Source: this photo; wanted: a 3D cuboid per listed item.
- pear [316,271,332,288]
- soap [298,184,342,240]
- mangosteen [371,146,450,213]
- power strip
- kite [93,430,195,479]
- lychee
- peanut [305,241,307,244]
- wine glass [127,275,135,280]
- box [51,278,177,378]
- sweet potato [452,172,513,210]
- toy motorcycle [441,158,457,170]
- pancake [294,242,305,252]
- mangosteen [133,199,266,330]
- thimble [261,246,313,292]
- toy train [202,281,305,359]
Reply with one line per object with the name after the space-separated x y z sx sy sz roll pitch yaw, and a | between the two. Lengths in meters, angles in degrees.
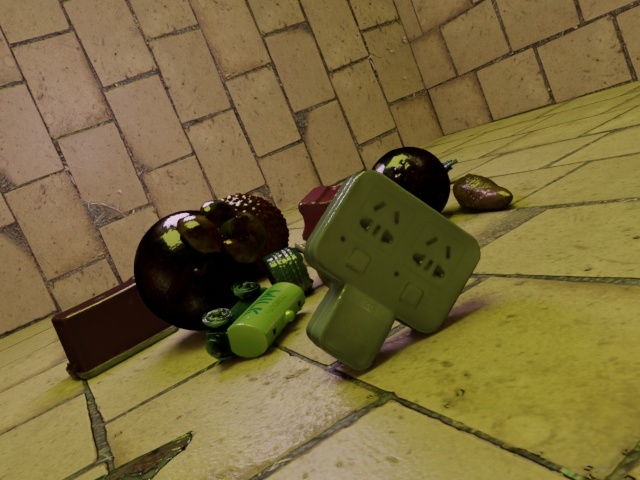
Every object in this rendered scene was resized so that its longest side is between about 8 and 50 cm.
0.066 0.034 1.244 0.167 0.167 0.136 -20 12 15 | pear
0.073 -0.098 1.930 0.232 0.128 0.359 -3 12 8 | soap
0.246 -0.138 1.715 0.228 0.228 0.265 -22 -20 5 | mangosteen
0.079 0.057 0.942 0.261 0.229 0.141 -59 10 -6 | power strip
-0.272 0.336 0.779 0.314 0.012 0.335 -17 11 33 | kite
-0.235 -0.007 1.905 0.275 0.304 0.276 3 39 -3 | lychee
0.000 0.000 1.955 0.113 0.054 0.054 -14 12 31 | peanut
-0.527 0.146 2.107 0.321 0.143 0.143 -20 9 32 | wine glass
-0.546 0.221 1.628 0.294 0.168 0.193 -29 13 -34 | box
0.401 -0.130 1.610 0.114 0.092 0.341 -5 10 1 | sweet potato
0.370 -0.214 2.196 0.254 0.092 0.135 -32 0 1 | toy motorcycle
0.005 0.043 1.504 0.028 0.158 0.158 -68 15 -2 | pancake
-0.273 0.048 1.467 0.347 0.307 0.307 -48 0 20 | mangosteen
-0.079 0.078 1.468 0.090 0.119 0.135 -26 7 -10 | thimble
-0.123 0.154 1.233 0.157 0.105 0.253 -5 17 20 | toy train
